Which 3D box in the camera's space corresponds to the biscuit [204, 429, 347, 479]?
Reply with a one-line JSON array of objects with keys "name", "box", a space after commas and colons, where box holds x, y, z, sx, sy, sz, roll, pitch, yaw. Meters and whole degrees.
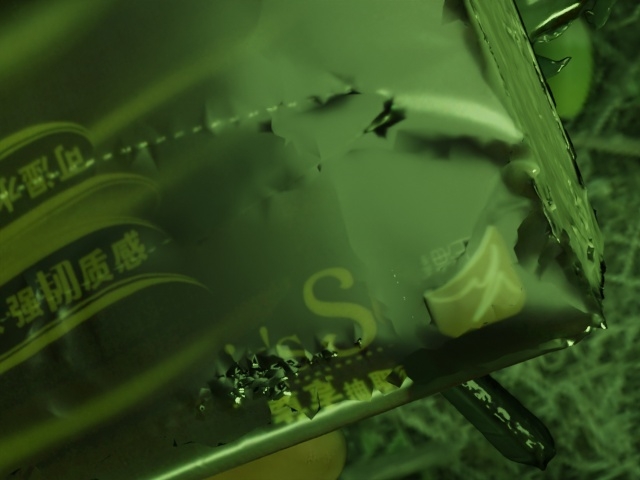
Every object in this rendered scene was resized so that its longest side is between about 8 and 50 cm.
[{"name": "biscuit", "box": [-0.123, 0.065, 0.825, 0.249, 0.030, 0.160, -13, 103, 10]}]

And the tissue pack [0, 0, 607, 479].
[{"name": "tissue pack", "box": [-0.097, -0.008, 0.690, 0.370, 0.198, 0.210, -23, 97, 12]}]

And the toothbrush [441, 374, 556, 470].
[{"name": "toothbrush", "box": [0.000, 0.000, 0.827, 0.297, 0.030, 0.030, 44, 88, -7]}]

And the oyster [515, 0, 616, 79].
[{"name": "oyster", "box": [0.057, -0.169, 0.764, 0.199, 0.087, 0.252, -13, 101, 3]}]
